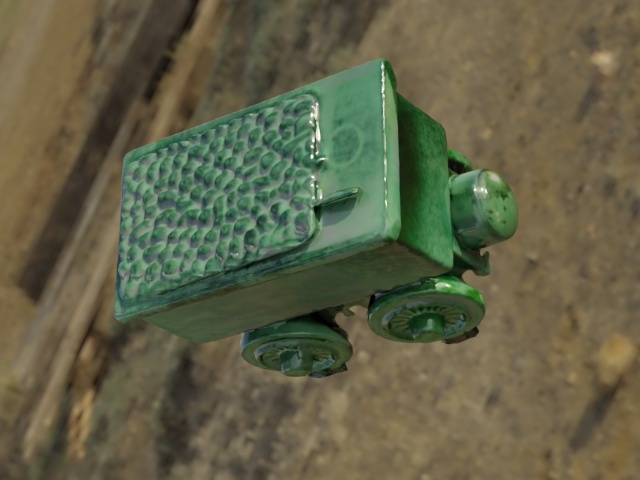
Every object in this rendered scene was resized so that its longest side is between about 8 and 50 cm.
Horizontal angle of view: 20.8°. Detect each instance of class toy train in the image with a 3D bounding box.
[{"bbox_3d":[0.000,0.000,1.222,0.266,0.202,0.145,-18,59,32],"label":"toy train"}]
